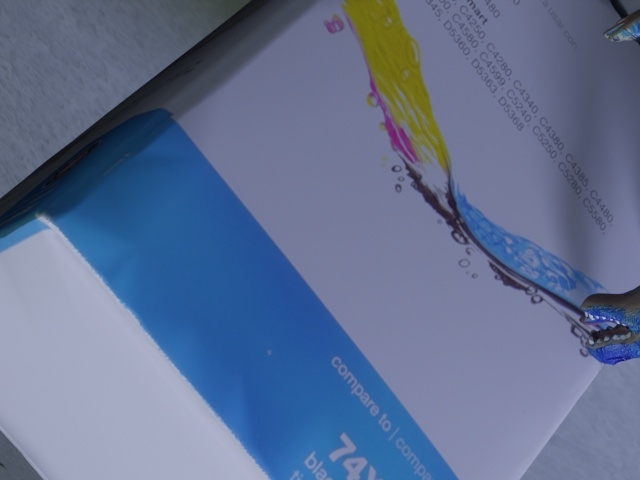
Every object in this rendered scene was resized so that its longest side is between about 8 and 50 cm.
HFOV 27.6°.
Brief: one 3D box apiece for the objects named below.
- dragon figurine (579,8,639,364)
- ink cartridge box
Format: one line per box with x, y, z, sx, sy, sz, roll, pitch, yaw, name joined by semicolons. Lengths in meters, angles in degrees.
0.196;-0.053;0.435;0.289;0.085;0.144;-30;103;35;dragon figurine
0.000;0.000;0.571;0.197;0.270;0.198;52;149;-12;ink cartridge box
